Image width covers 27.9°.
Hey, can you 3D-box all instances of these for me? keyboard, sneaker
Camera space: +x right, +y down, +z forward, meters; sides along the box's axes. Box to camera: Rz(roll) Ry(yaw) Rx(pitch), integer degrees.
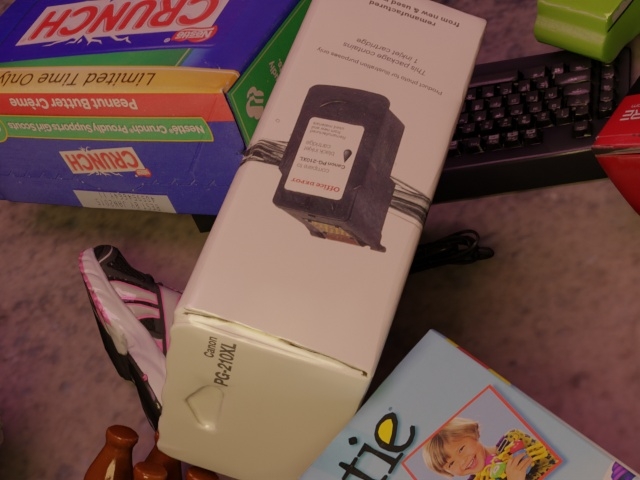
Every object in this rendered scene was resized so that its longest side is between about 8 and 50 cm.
[{"bbox_3d":[0.053,-0.048,0.883,0.317,0.033,0.202,-8,48,22],"label":"keyboard"},{"bbox_3d":[-0.099,0.061,0.848,0.077,0.072,0.178,-23,46,-18],"label":"sneaker"}]

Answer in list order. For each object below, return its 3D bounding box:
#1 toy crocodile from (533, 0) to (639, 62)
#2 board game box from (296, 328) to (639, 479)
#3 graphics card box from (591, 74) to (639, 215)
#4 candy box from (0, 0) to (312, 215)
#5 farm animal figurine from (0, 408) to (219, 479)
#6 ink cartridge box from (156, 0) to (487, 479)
[{"bbox_3d":[0.271,-0.254,0.919,0.115,0.105,0.340,22,67,40],"label":"toy crocodile"},{"bbox_3d":[0.115,0.182,0.537,0.144,0.142,0.275,-47,42,-6],"label":"board game box"},{"bbox_3d":[0.348,-0.157,0.743,0.232,0.094,0.371,2,50,54],"label":"graphics card box"},{"bbox_3d":[-0.090,-0.166,0.974,0.268,0.122,0.317,5,47,31],"label":"candy box"},{"bbox_3d":[-0.231,0.178,0.667,0.326,0.330,0.172,26,105,28],"label":"farm animal figurine"},{"bbox_3d":[0.000,0.000,0.708,0.100,0.172,0.237,20,57,2],"label":"ink cartridge box"}]
